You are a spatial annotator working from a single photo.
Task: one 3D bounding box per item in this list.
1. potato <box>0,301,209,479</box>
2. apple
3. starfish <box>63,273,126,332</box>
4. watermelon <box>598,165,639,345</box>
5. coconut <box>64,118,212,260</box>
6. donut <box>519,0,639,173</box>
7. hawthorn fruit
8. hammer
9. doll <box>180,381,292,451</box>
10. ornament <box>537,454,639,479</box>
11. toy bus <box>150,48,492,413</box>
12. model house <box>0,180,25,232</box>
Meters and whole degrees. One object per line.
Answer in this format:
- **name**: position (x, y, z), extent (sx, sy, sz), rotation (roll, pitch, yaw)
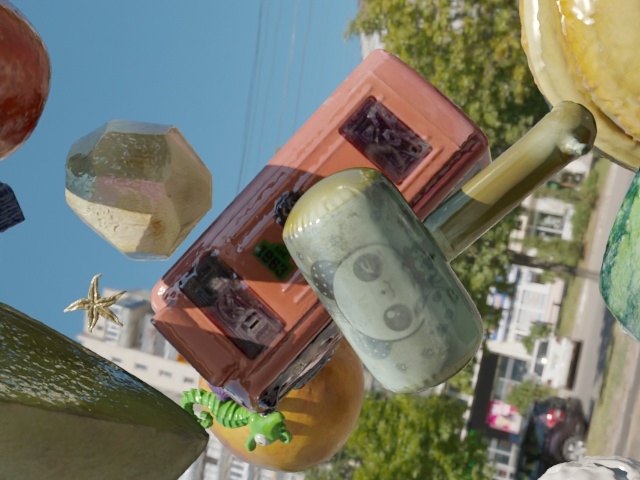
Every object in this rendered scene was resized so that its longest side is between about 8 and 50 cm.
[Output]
- **potato**: position (-0.232, 0.171, 0.695), extent (0.112, 0.255, 0.269), rotation (-60, 22, 2)
- **apple**: position (-0.060, 0.247, 1.352), extent (0.275, 0.299, 0.299), rotation (-57, -3, 34)
- **starfish**: position (-0.312, 0.087, 1.066), extent (0.016, 0.086, 0.092), rotation (-85, 1, -71)
- **watermelon**: position (0.400, 0.031, 0.601), extent (0.283, 0.292, 0.250), rotation (-47, 21, 19)
- **coconut**: position (-0.284, -0.082, 1.246), extent (0.197, 0.237, 0.237), rotation (-94, 5, -63)
- **donut**: position (0.437, -0.264, 0.906), extent (0.198, 0.449, 0.449), rotation (-177, 100, -74)
- **hawthorn fruit**: position (-0.516, -0.227, 1.060), extent (0.284, 0.284, 0.284), rotation (11, -90, -72)
- **hammer**: position (0.132, -0.022, 0.683), extent (0.305, 0.202, 0.113), rotation (-36, 10, -11)
- **doll**: position (-0.126, 0.259, 1.143), extent (0.050, 0.190, 0.115), rotation (-40, -41, -56)
- **ornament**: position (0.452, 0.491, 1.176), extent (0.337, 0.337, 0.337), rotation (11, -90, -72)
- **toy bus**: position (0.000, 0.000, 0.911), extent (0.427, 0.203, 0.233), rotation (-47, -12, 1)
- **model house**: position (-0.343, -0.040, 0.747), extent (0.149, 0.119, 0.148), rotation (63, 159, -3)
